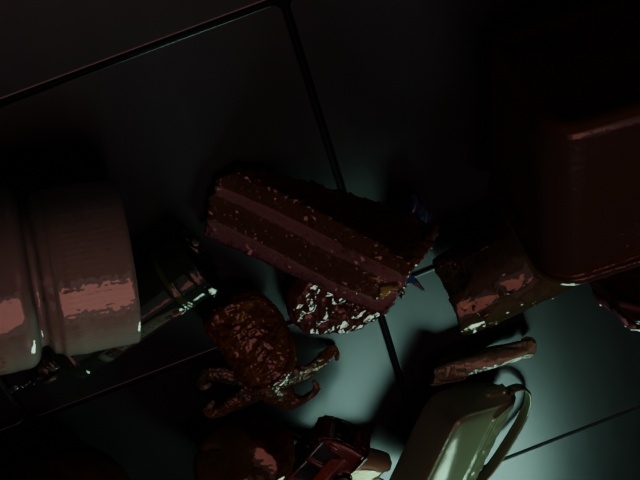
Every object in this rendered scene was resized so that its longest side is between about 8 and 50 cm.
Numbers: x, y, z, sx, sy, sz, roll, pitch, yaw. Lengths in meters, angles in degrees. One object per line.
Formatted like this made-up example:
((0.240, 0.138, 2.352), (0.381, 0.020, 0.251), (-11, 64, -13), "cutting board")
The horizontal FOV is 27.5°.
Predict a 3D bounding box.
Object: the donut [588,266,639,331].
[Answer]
((0.523, 0.030, 1.669), (0.345, 0.259, 0.136), (-29, 138, -42), "donut")

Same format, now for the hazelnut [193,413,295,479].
((-0.104, 0.317, 1.863), (0.154, 0.143, 0.143), (-48, 131, 9), "hazelnut")

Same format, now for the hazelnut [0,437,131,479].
((-0.361, 0.382, 1.770), (0.234, 0.218, 0.218), (-30, 135, 7), "hazelnut")

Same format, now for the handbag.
((0.223, 0.320, 2.026), (0.219, 0.079, 0.256), (-5, 129, -40), "handbag")

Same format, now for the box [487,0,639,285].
((0.380, -0.142, 1.556), (0.339, 0.239, 0.229), (-17, 132, -6), "box")

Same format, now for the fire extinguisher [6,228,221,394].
((-0.264, 0.103, 1.628), (0.294, 0.118, 0.093), (-34, 99, 11), "fire extinguisher")

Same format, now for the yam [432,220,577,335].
((0.269, 0.033, 1.748), (0.238, 0.128, 0.129), (-26, 101, -4), "yam")

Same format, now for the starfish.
((-0.071, 0.189, 1.824), (0.209, 0.053, 0.150), (-21, 142, -9), "starfish")

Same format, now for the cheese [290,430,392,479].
((0.012, 0.344, 1.987), (0.235, 0.050, 0.127), (30, 116, -30), "cheese")

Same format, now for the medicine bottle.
((-0.396, 0.051, 1.448), (0.371, 0.211, 0.211), (-9, 133, -14), "medicine bottle")

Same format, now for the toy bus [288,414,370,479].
((-0.019, 0.356, 1.921), (0.096, 0.073, 0.235), (29, 118, -14), "toy bus")

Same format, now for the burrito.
((0.238, 0.176, 1.923), (0.171, 0.042, 0.051), (-14, 164, -2), "burrito")

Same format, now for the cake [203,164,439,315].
((0.000, 0.000, 1.607), (0.295, 0.113, 0.116), (18, 122, -9), "cake")

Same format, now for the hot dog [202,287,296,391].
((-0.091, 0.130, 1.724), (0.099, 0.065, 0.147), (-33, 107, 9), "hot dog")

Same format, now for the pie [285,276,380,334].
((0.026, 0.073, 1.753), (0.154, 0.036, 0.154), (-12, 134, -12), "pie")

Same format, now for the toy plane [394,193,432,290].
((0.121, 0.003, 1.721), (0.062, 0.054, 0.167), (-30, 140, -30), "toy plane")
